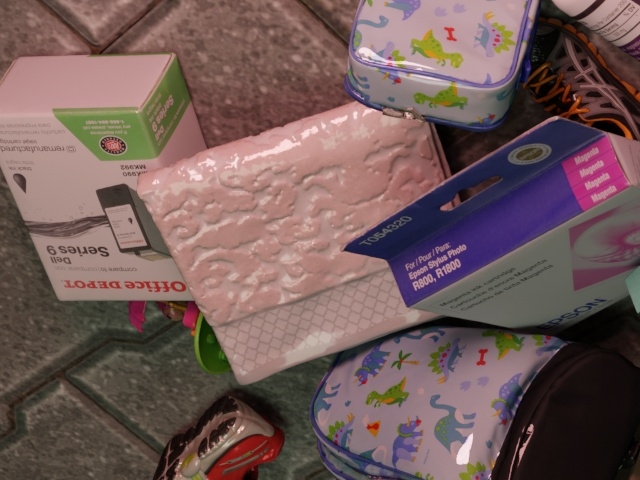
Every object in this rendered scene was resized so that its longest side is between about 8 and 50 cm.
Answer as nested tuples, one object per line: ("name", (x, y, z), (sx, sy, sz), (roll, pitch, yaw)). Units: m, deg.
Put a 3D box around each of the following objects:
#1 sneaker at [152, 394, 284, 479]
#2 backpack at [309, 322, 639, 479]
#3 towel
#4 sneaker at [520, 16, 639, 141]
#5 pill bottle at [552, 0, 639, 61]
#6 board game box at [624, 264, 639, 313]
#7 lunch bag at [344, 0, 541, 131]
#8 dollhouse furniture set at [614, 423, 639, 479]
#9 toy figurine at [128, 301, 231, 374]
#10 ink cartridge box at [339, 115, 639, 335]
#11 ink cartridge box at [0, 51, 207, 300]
("sneaker", (-0.146, 0.318, 2.435), (0.118, 0.107, 0.279), (29, 138, -19))
("backpack", (0.159, 0.227, 2.102), (0.273, 0.290, 0.355), (38, 160, -24))
("towel", (0.000, 0.000, 2.029), (0.332, 0.053, 0.317), (-19, 125, 6))
("sneaker", (0.261, -0.151, 1.847), (0.215, 0.083, 0.084), (34, 135, -9))
("pill bottle", (0.339, -0.246, 1.657), (0.323, 0.181, 0.181), (32, 135, -8))
("board game box", (0.450, 0.021, 1.880), (0.210, 0.047, 0.160), (4, 145, -33))
("lunch bag", (0.126, -0.213, 1.744), (0.176, 0.219, 0.090), (12, 146, 7))
("dollhouse furniture set", (0.409, 0.379, 2.201), (0.303, 0.173, 0.355), (-10, 128, 38))
("toy figurine", (-0.163, 0.085, 2.230), (0.159, 0.130, 0.173), (17, -179, 31))
("ink cartridge box", (0.247, -0.003, 1.884), (0.330, 0.071, 0.324), (10, 149, -40))
("ink cartridge box", (-0.241, -0.069, 2.095), (0.211, 0.121, 0.289), (0, 131, 21))
